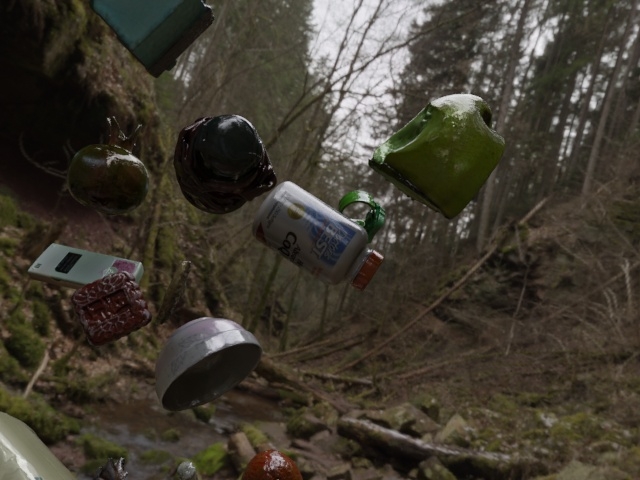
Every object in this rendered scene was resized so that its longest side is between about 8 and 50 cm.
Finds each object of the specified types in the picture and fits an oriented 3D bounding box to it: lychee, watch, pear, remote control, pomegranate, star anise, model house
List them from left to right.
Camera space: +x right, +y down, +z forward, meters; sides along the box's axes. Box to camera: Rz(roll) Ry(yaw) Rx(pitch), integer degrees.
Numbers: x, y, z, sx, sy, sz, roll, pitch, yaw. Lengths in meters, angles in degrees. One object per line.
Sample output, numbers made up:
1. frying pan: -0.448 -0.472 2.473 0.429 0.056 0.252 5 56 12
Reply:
1. remote control: -0.761 0.100 1.669 0.344 0.145 0.050 12 -45 8
2. star anise: -0.622 0.740 1.492 0.065 0.182 0.195 0 35 9
3. pomegranate: -0.482 -0.172 1.183 0.182 0.224 0.181 12 -5 1
4. model house: -0.441 -0.629 1.453 0.230 0.280 0.249 48 2 12
5. lychee: -0.178 0.894 1.836 0.255 0.255 0.300 18 -10 1
6. watch: 0.126 -0.075 1.723 0.152 0.165 0.131 24 34 -18
7. pear: 0.249 -0.196 1.069 0.159 0.292 0.292 44 -14 -19

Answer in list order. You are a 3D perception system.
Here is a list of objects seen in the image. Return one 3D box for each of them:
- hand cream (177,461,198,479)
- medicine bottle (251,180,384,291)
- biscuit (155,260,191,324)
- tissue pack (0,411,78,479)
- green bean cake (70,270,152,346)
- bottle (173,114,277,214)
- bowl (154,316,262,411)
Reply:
1. hand cream: -0.294 0.543 1.147 0.061 0.039 0.143 32 -40 30
2. medicine bottle: 0.000 0.000 1.162 0.289 0.157 0.157 33 -3 7
3. biscuit: -0.346 0.133 1.189 0.032 0.133 0.250 25 -24 -10
4. tissue pack: -0.641 0.527 1.039 0.381 0.207 0.297 31 -25 23
5. green bean cake: -0.446 0.144 1.090 0.135 0.135 0.056 -26 -5 -7
6. bottle: -0.149 -0.113 0.795 0.156 0.143 0.271 14 -8 -14
7. bowl: -0.312 0.308 1.351 0.143 0.287 0.287 51 13 28
